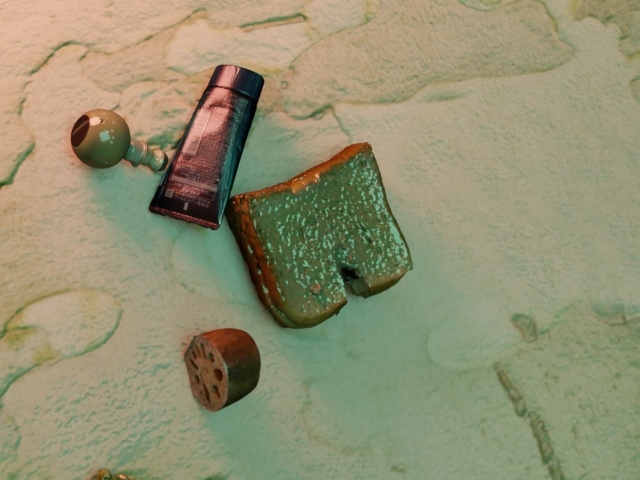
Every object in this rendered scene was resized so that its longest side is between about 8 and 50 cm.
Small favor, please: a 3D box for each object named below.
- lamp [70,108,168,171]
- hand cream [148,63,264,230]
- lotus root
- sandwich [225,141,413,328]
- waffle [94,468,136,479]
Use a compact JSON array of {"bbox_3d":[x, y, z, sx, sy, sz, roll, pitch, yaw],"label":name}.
[{"bbox_3d":[-0.303,-0.143,1.940,0.163,0.091,0.091,19,73,-41],"label":"lamp"},{"bbox_3d":[-0.172,-0.151,2.002,0.120,0.061,0.270,16,70,10],"label":"hand cream"},{"bbox_3d":[-0.147,0.199,1.941,0.081,0.122,0.112,-8,61,-34],"label":"lotus root"},{"bbox_3d":[0.001,0.000,2.061,0.273,0.095,0.249,-25,98,-29],"label":"sandwich"},{"bbox_3d":[-0.302,0.453,1.856,0.214,0.054,0.207,41,70,-19],"label":"waffle"}]
